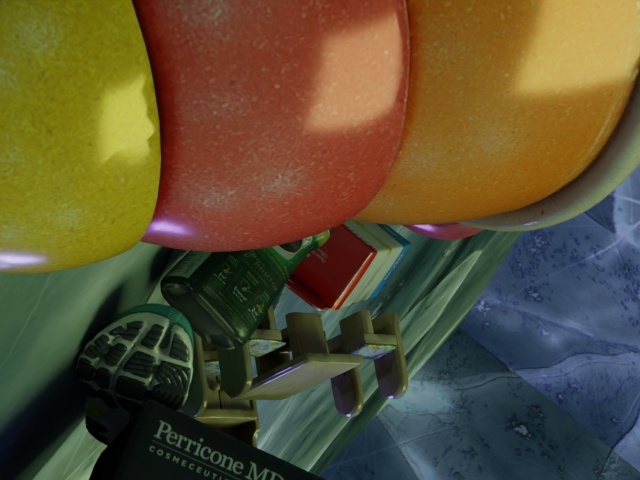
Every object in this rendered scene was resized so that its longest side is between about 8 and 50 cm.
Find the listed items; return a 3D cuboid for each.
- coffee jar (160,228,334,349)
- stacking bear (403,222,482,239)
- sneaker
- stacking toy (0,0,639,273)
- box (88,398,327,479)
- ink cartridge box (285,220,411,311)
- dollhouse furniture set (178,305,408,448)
[{"bbox_3d":[-0.062,0.008,1.485,0.184,0.096,0.079,-51,-159,-26],"label":"coffee jar"},{"bbox_3d":[0.129,-0.119,1.725,0.175,0.164,0.289,-34,159,-4],"label":"stacking bear"},{"bbox_3d":[-0.172,0.118,1.503,0.275,0.107,0.110,118,-5,-62],"label":"sneaker"},{"bbox_3d":[-0.110,-0.106,0.656,0.480,0.350,0.350,-22,155,-29],"label":"stacking toy"},{"bbox_3d":[-0.122,0.399,1.425,0.212,0.293,0.395,-48,-161,58],"label":"box"},{"bbox_3d":[0.000,0.000,1.636,0.078,0.134,0.231,-55,169,11],"label":"ink cartridge box"},{"bbox_3d":[-0.055,0.180,1.652,0.212,0.161,0.242,6,156,-39],"label":"dollhouse furniture set"}]
